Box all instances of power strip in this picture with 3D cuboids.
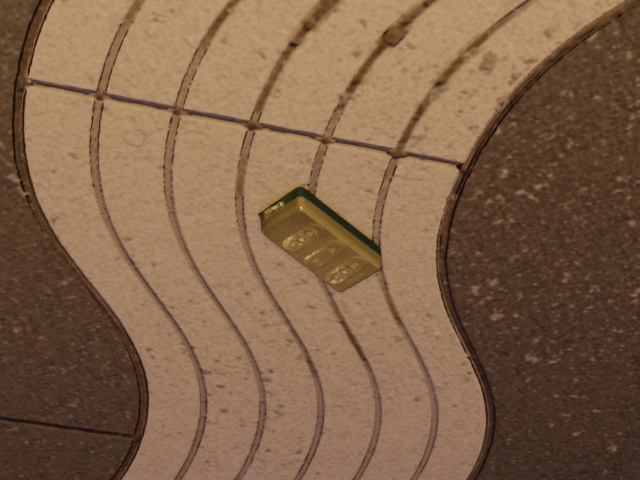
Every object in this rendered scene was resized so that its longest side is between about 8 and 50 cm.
[{"bbox_3d":[0.000,0.000,1.259,0.056,0.032,0.123,-32,129,27],"label":"power strip"}]
